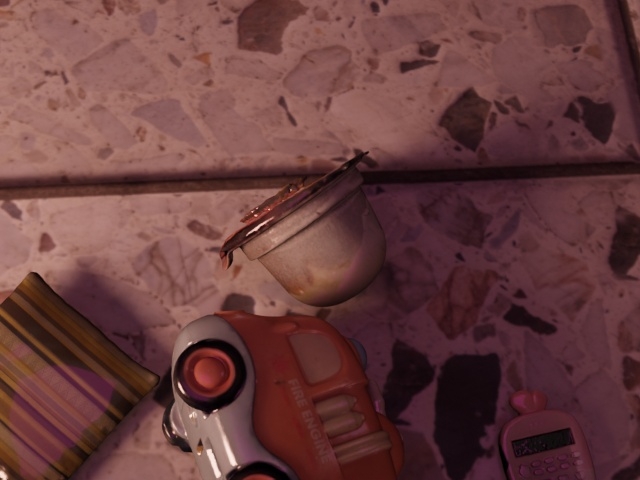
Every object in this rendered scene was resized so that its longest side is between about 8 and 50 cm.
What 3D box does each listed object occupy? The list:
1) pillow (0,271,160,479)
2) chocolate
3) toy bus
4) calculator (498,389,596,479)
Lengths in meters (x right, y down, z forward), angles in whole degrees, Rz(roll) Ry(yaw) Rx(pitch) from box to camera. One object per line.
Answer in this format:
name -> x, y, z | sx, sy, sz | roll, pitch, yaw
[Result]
pillow -> -0.328, 0.171, 1.027 | 0.208, 0.052, 0.212 | 38, 72, 10
chocolate -> -0.004, 0.006, 1.064 | 0.221, 0.221, 0.147 | -29, 90, -15
toy bus -> -0.034, 0.203, 0.960 | 0.232, 0.194, 0.288 | -16, 67, -18
calculator -> 0.259, 0.252, 1.039 | 0.103, 0.024, 0.166 | -11, 69, -7
